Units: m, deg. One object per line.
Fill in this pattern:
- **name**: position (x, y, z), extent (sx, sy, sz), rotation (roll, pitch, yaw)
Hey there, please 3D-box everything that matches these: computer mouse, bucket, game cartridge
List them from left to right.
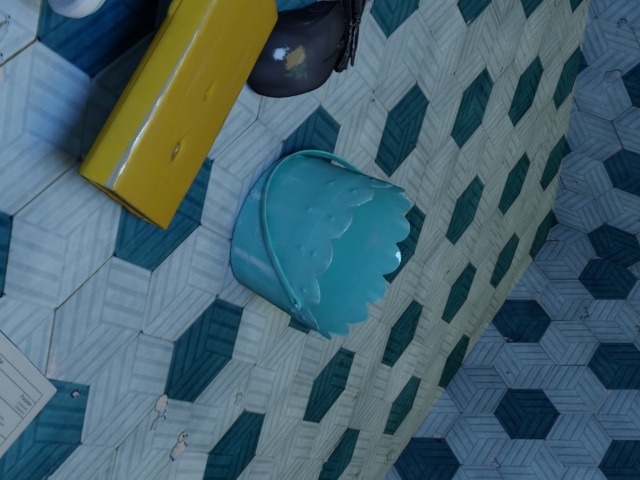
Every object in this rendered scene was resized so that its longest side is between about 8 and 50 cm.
- **game cartridge**: position (-0.150, -0.181, 1.070), extent (0.285, 0.052, 0.324), rotation (82, 34, -82)
- **computer mouse**: position (-0.002, -0.286, 1.334), extent (0.272, 0.072, 0.188), rotation (-40, 146, -43)
- **bucket**: position (0.000, 0.000, 1.469), extent (0.281, 0.183, 0.281), rotation (-45, 149, -38)

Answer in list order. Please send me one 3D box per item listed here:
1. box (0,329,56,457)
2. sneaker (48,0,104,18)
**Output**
- **box**: position (-0.419, 0.206, 0.874), extent (0.311, 0.121, 0.148), rotation (-52, 138, -26)
- **sneaker**: position (-0.166, -0.299, 0.907), extent (0.151, 0.094, 0.256), rotation (42, 60, -53)
